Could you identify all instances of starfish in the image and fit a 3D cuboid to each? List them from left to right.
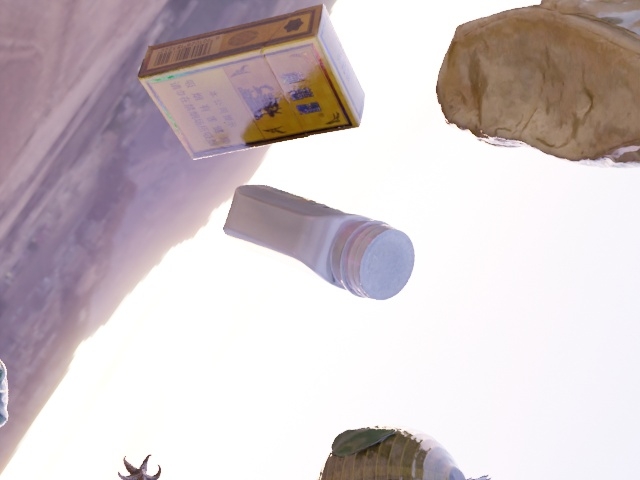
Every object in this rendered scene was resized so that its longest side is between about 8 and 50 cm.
[{"bbox_3d":[-0.314,0.404,1.745,0.028,0.091,0.078,-55,-128,24],"label":"starfish"}]

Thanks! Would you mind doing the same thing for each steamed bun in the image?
[{"bbox_3d":[0.323,-0.225,1.221,0.428,0.189,0.247,18,-65,59],"label":"steamed bun"}]

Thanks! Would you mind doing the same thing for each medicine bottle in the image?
[{"bbox_3d":[0.000,0.000,1.568,0.324,0.179,0.124,23,-87,50],"label":"medicine bottle"}]

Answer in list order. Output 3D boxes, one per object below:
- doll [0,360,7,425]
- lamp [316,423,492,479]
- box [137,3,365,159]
[{"bbox_3d":[-0.572,0.261,1.452,0.186,0.198,0.321,4,-124,37],"label":"doll"},{"bbox_3d":[0.131,0.400,1.551,0.284,0.250,0.250,-19,-153,26],"label":"lamp"},{"bbox_3d":[-0.103,-0.241,1.573,0.302,0.192,0.084,-8,-131,21],"label":"box"}]
